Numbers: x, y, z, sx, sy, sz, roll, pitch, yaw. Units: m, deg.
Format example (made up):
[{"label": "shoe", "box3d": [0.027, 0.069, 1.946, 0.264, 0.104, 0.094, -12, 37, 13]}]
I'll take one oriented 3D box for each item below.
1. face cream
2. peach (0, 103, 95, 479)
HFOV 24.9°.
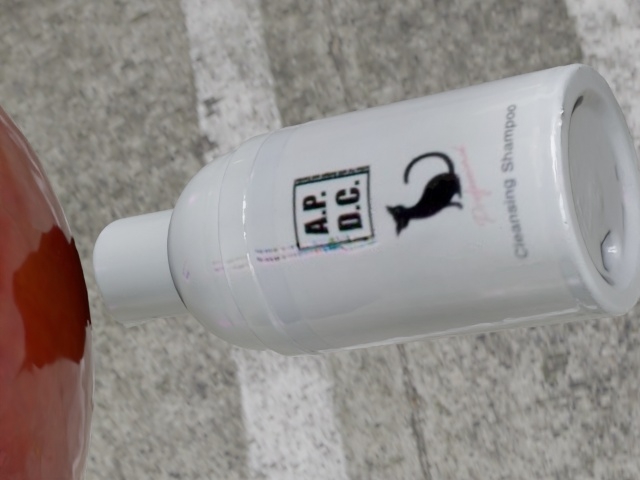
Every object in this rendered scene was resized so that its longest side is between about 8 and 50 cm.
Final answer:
[{"label": "face cream", "box3d": [0.000, 0.000, 0.885, 0.369, 0.145, 0.145, -11, 55, 28]}, {"label": "peach", "box3d": [-0.282, 0.069, 0.710, 0.388, 0.388, 0.388, -7, 57, 11]}]
